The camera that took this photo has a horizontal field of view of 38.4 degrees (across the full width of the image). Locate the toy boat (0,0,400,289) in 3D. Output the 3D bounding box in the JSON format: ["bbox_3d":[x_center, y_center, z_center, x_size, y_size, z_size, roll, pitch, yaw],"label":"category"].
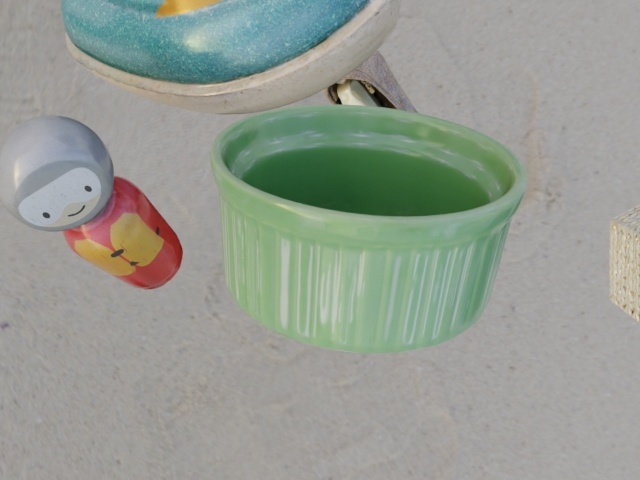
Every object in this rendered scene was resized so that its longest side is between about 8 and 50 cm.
[{"bbox_3d":[-0.093,-0.129,0.606,0.148,0.267,0.318,51,54,-53],"label":"toy boat"}]

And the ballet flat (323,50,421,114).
[{"bbox_3d":[0.102,-0.129,1.254,0.316,0.107,0.106,47,37,-23],"label":"ballet flat"}]

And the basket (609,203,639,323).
[{"bbox_3d":[0.500,0.033,1.370,0.113,0.103,0.167,-24,122,-21],"label":"basket"}]

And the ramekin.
[{"bbox_3d":[0.041,-0.018,0.911,0.303,0.303,0.148,-7,118,-22],"label":"ramekin"}]
